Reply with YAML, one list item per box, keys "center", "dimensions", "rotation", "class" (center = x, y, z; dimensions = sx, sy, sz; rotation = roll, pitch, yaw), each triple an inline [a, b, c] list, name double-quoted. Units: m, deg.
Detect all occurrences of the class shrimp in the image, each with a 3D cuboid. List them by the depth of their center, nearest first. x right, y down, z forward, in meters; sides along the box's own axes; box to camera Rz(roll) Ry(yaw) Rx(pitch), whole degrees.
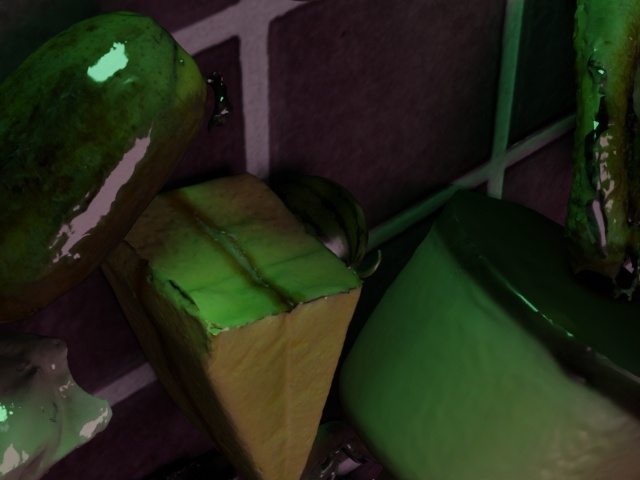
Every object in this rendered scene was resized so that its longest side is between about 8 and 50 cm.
- center: [0.023, 0.249, 1.560]
  dimensions: [0.223, 0.047, 0.126]
  rotation: [14, 99, -53]
  class: "shrimp"

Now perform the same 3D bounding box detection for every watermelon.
- center: [-0.006, -0.001, 1.243]
  dimensions: [0.109, 0.109, 0.109]
  rotation: [-31, 140, -30]
  class: "watermelon"

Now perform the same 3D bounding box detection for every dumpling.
- center: [-0.253, 0.131, 1.060]
  dimensions: [0.199, 0.136, 0.118]
  rotation: [-21, 174, -11]
  class: "dumpling"

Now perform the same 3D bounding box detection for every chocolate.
- center: [0.179, 0.148, 1.436]
  dimensions: [0.326, 0.314, 0.297]
  rotation: [5, 125, -50]
  class: "chocolate"

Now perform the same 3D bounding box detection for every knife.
- center: [-0.125, 0.217, 1.369]
  dimensions: [0.222, 0.021, 0.045]
  rotation: [-30, 141, -37]
  class: "knife"

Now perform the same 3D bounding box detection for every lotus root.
- center: [-0.172, -0.048, 0.984]
  dimensions: [0.241, 0.124, 0.123]
  rotation: [-51, 161, -8]
  class: "lotus root"

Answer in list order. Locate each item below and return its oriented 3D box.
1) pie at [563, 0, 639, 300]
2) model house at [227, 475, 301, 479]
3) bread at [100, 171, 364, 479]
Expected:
- center: [0.305, -0.122, 1.434]
  dimensions: [0.371, 0.078, 0.296]
  rotation: [-41, 126, -56]
  class: "pie"
- center: [-0.077, 0.277, 1.389]
  dimensions: [0.088, 0.117, 0.167]
  rotation: [-14, 145, -32]
  class: "model house"
- center: [-0.096, 0.103, 1.174]
  dimensions: [0.163, 0.168, 0.264]
  rotation: [-16, 132, -41]
  class: "bread"
